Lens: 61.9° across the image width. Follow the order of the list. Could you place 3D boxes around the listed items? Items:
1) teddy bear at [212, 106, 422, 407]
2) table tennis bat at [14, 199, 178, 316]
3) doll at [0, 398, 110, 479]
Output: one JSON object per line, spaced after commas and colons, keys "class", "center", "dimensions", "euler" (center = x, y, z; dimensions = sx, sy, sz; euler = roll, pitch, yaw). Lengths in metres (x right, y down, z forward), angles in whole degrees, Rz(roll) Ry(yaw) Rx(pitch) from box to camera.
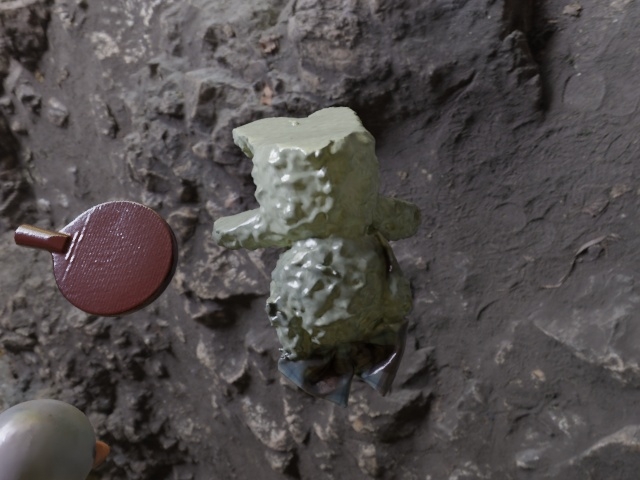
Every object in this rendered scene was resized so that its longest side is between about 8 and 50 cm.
{"class": "teddy bear", "center": [0.000, 0.000, 0.845], "dimensions": [0.375, 0.327, 0.362], "euler": [-120, 20, -68]}
{"class": "table tennis bat", "center": [-0.383, 0.019, 0.901], "dimensions": [0.310, 0.200, 0.038], "euler": [11, 164, 17]}
{"class": "doll", "center": [-0.383, 0.304, 0.649], "dimensions": [0.221, 0.251, 0.221], "euler": [1, 91, 48]}
